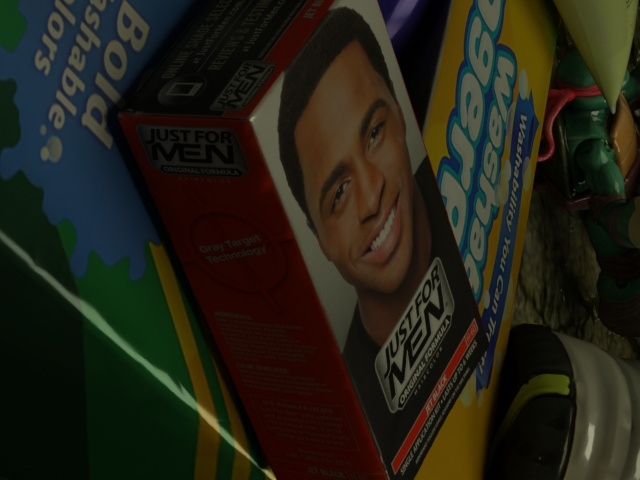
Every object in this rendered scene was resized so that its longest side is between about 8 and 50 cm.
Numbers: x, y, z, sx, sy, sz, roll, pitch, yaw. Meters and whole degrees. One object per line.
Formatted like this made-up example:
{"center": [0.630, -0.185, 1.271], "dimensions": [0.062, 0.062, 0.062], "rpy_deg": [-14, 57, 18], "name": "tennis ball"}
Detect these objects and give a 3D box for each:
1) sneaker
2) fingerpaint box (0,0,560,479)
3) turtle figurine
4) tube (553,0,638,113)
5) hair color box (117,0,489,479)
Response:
{"center": [0.117, 0.161, 0.888], "dimensions": [0.385, 0.147, 0.145], "rpy_deg": [103, -1, -69], "name": "sneaker"}
{"center": [-0.048, -0.131, 0.689], "dimensions": [0.371, 0.163, 0.445], "rpy_deg": [50, 45, -51], "name": "fingerpaint box"}
{"center": [0.187, -0.053, 1.207], "dimensions": [0.234, 0.118, 0.175], "rpy_deg": [74, 34, -51], "name": "turtle figurine"}
{"center": [0.093, -0.135, 0.737], "dimensions": [0.070, 0.062, 0.240], "rpy_deg": [-43, 153, 0], "name": "tube"}
{"center": [0.000, 0.000, 0.552], "dimensions": [0.072, 0.043, 0.141], "rpy_deg": [-57, 139, -38], "name": "hair color box"}
